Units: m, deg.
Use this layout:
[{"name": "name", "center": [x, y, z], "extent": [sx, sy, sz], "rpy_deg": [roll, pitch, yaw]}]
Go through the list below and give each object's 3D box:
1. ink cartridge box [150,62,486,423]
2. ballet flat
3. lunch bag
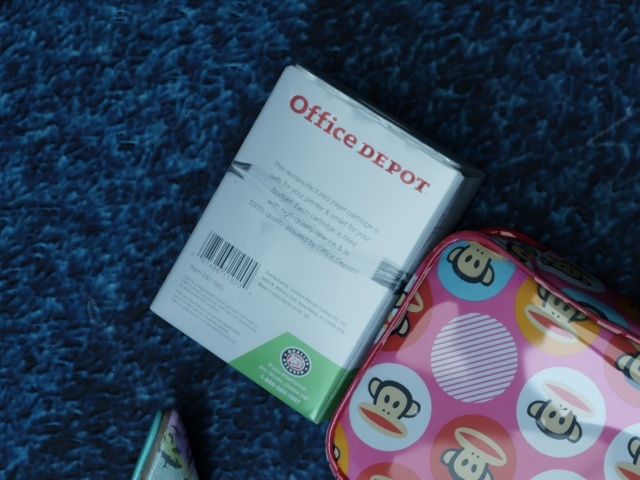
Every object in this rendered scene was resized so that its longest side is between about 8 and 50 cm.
[{"name": "ink cartridge box", "center": [0.000, 0.000, 1.284], "extent": [0.160, 0.092, 0.219], "rpy_deg": [34, 102, 14]}, {"name": "ballet flat", "center": [-0.138, 0.236, 1.357], "extent": [0.079, 0.077, 0.221], "rpy_deg": [27, 106, -2]}, {"name": "lunch bag", "center": [0.158, 0.157, 1.222], "extent": [0.293, 0.120, 0.258], "rpy_deg": [34, 102, 14]}]
